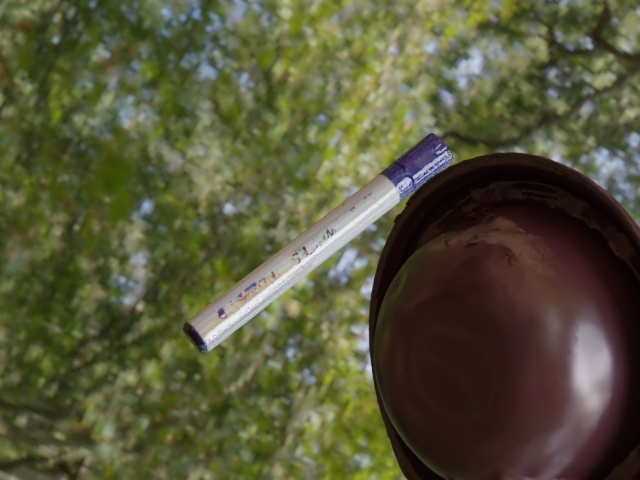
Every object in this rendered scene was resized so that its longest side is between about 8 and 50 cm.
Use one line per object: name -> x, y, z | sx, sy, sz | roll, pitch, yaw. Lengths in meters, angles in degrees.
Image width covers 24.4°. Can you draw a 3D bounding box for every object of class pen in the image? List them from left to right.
pen -> 0.000, 0.000, 1.181 | 0.269, 0.033, 0.033 | -37, -158, -19

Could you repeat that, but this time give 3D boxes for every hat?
hat -> 0.086, 0.058, 0.734 | 0.205, 0.089, 0.205 | 3, -86, 43
